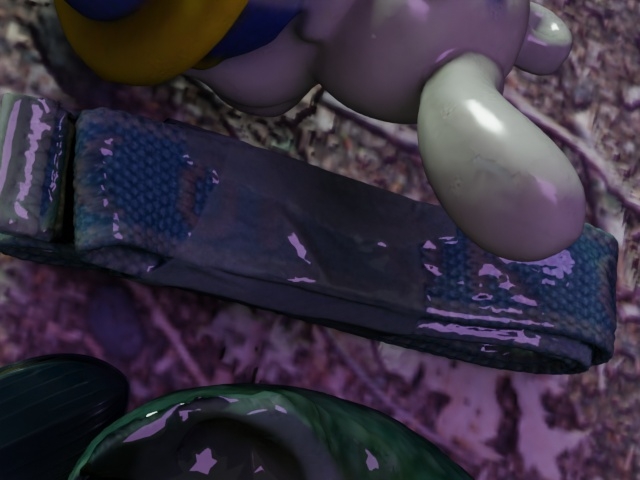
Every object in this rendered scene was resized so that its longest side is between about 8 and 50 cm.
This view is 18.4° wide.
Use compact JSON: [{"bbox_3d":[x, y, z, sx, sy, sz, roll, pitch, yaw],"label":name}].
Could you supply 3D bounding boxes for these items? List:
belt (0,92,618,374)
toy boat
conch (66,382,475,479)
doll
[{"bbox_3d":[0.000,0.000,0.859,0.302,0.087,0.072,13,79,-26],"label":"belt"},{"bbox_3d":[-0.130,0.081,0.791,0.141,0.060,0.055,-24,93,-39],"label":"toy boat"},{"bbox_3d":[-0.010,0.152,0.804,0.196,0.134,0.202,-14,90,-12],"label":"conch"},{"bbox_3d":[-0.013,-0.099,0.811,0.242,0.159,0.311,28,28,-44],"label":"doll"}]
